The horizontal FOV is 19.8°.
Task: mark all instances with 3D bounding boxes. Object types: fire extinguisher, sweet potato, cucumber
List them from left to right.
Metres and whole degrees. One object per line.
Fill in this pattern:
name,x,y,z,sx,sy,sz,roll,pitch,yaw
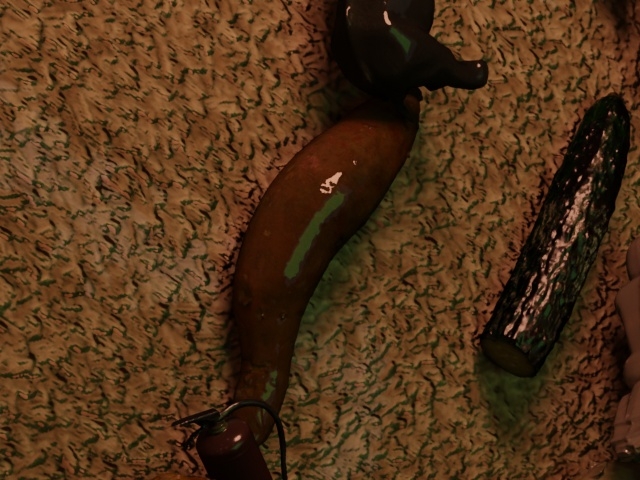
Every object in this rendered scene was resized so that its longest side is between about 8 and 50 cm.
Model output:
fire extinguisher,-0.053,0.175,1.368,0.078,0.045,0.157,-36,123,-24
sweet potato,-0.005,-0.001,1.415,0.108,0.079,0.346,46,63,-44
cucumber,0.221,-0.015,1.618,0.067,0.067,0.293,42,62,-31

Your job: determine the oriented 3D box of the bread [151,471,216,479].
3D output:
bread,-0.016,0.335,1.322,0.109,0.185,0.380,-37,114,-10

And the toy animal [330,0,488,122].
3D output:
toy animal,0.070,-0.221,1.451,0.146,0.114,0.245,10,66,-43

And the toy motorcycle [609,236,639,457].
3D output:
toy motorcycle,0.343,0.102,1.662,0.223,0.108,0.340,50,41,-17

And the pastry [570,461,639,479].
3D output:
pastry,0.262,0.274,1.628,0.166,0.088,0.165,5,83,-39
